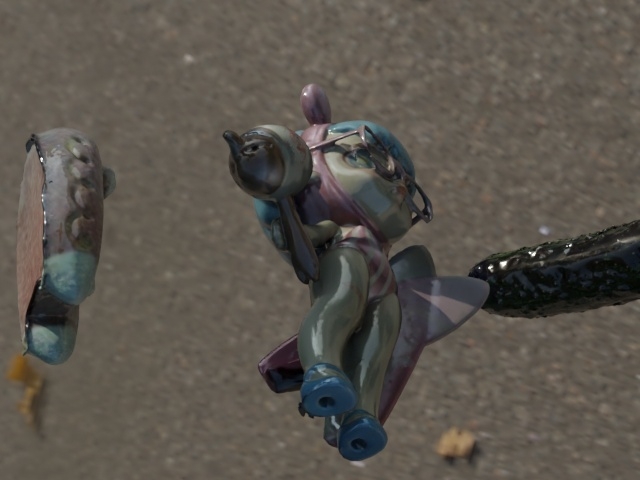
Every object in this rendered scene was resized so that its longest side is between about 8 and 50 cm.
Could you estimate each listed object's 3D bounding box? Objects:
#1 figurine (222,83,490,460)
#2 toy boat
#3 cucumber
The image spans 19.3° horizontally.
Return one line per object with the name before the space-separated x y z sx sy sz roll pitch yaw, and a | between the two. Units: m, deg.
figurine | -0.005 0.010 1.087 0.103 0.205 0.260 -35 30 27
toy boat | -0.220 -0.003 1.679 0.227 0.085 0.155 -101 21 -43
cucumber | 0.208 0.020 1.394 0.245 0.067 0.067 -20 65 36
